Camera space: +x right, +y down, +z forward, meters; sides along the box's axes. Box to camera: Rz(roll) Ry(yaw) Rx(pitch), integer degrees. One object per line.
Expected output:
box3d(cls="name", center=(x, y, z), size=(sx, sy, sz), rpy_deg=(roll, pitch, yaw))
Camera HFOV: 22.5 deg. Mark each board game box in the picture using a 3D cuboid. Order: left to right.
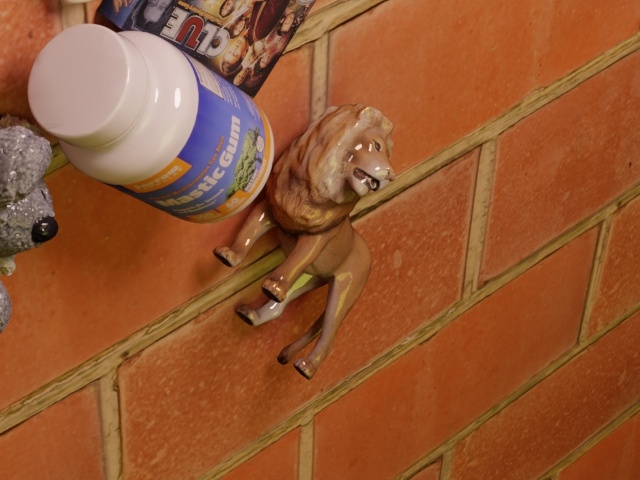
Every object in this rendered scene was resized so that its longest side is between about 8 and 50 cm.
box3d(cls="board game box", center=(-0.103, -0.257, 1.658), size=(0.165, 0.042, 0.243), rpy_deg=(-57, 148, 7))

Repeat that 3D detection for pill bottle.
box3d(cls="pill bottle", center=(-0.167, -0.117, 1.589), size=(0.152, 0.152, 0.272), rpy_deg=(-56, 153, 4))

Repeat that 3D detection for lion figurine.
box3d(cls="lion figurine", center=(0.000, 0.000, 1.982), size=(0.240, 0.142, 0.392), rpy_deg=(-50, 163, -19))

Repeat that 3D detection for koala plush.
box3d(cls="koala plush", center=(-0.326, -0.034, 1.499), size=(0.221, 0.203, 0.196), rpy_deg=(-19, 126, -71))

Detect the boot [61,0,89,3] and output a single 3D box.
box3d(cls="boot", center=(-0.190, -0.282, 1.515), size=(0.158, 0.059, 0.084), rpy_deg=(-30, 145, -18))
